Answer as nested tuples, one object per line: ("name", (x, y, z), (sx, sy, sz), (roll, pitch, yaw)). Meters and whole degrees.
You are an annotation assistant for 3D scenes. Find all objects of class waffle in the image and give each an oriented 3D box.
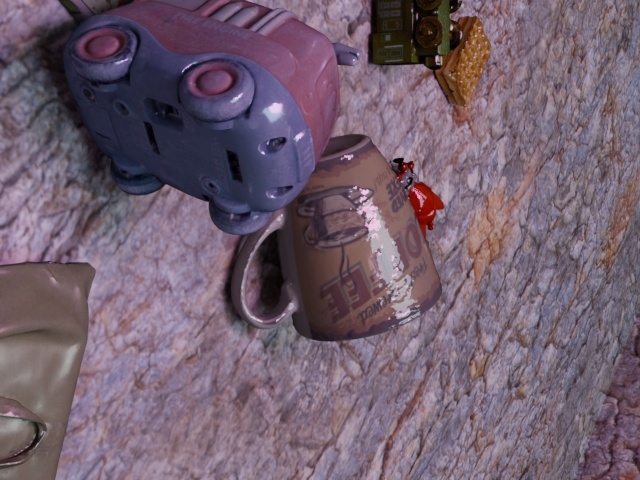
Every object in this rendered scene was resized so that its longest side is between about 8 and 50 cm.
("waffle", (0.268, -0.334, 1.713), (0.102, 0.042, 0.148), (52, 56, -48))

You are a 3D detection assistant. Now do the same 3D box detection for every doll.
("doll", (0.168, -0.073, 1.621), (0.109, 0.057, 0.169), (-62, 142, -29))

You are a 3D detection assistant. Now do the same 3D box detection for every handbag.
("handbag", (-0.350, 0.170, 0.913), (0.253, 0.109, 0.315), (9, 96, -51))

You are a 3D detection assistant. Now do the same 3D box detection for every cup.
("cup", (0.000, 0.000, 1.319), (0.301, 0.227, 0.256), (-23, 105, -18))

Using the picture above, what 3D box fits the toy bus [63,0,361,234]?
("toy bus", (-0.114, -0.168, 1.003), (0.231, 0.294, 0.197), (-55, 153, -31))

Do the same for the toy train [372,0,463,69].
("toy train", (0.151, -0.384, 1.464), (0.090, 0.137, 0.225), (-12, 103, -54))

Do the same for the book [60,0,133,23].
("book", (-0.211, -0.286, 1.074), (0.231, 0.026, 0.157), (49, 58, -48))
